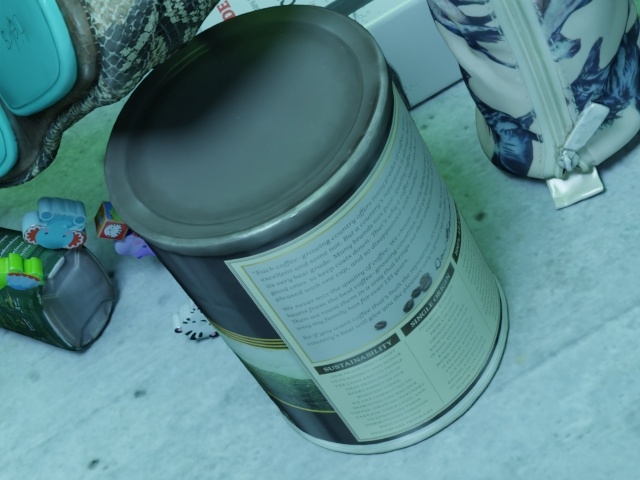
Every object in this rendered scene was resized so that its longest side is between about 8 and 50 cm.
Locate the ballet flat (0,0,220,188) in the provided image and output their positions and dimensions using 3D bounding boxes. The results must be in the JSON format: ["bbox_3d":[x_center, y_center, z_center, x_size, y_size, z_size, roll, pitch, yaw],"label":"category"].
[{"bbox_3d":[-0.193,-0.139,1.056,0.182,0.164,0.483,-28,8,-30],"label":"ballet flat"}]

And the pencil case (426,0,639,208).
[{"bbox_3d":[0.132,-0.201,1.057,0.160,0.410,0.183,-26,54,9],"label":"pencil case"}]

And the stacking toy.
[{"bbox_3d":[-0.182,-0.008,1.223,0.052,0.221,0.167,-57,34,38],"label":"stacking toy"}]

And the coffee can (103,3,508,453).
[{"bbox_3d":[0.000,0.000,1.055,0.201,0.275,0.201,-14,49,17],"label":"coffee can"}]

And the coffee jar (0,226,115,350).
[{"bbox_3d":[-0.275,0.033,1.295,0.184,0.096,0.079,12,57,33],"label":"coffee jar"}]

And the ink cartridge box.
[{"bbox_3d":[0.032,-0.210,1.316,0.273,0.114,0.197,-31,47,3],"label":"ink cartridge box"}]
